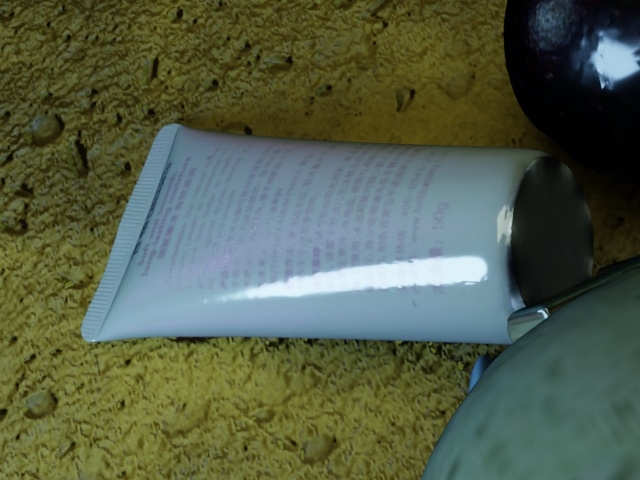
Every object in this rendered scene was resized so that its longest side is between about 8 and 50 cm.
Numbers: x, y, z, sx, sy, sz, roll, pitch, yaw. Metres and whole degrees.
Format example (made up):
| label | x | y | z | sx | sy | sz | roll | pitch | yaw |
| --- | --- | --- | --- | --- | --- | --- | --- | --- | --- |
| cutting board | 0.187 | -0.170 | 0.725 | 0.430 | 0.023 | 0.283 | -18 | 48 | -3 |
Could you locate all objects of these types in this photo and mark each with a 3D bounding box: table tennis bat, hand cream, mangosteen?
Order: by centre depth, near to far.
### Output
| label | x | y | z | sx | sy | sz | roll | pitch | yaw |
| --- | --- | --- | --- | --- | --- | --- | --- | --- | --- |
| table tennis bat | 0.222 | 0.007 | 0.760 | 0.301 | 0.173 | 0.022 | -19 | 87 | -35 |
| mangosteen | 0.253 | -0.165 | 0.842 | 0.287 | 0.233 | 0.288 | -8 | 64 | 17 |
| hand cream | 0.000 | 0.000 | 0.877 | 0.358 | 0.118 | 0.186 | 3 | 65 | 33 |

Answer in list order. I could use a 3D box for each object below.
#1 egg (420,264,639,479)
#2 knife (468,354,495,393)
| label | x | y | z | sx | sy | sz | roll | pitch | yaw |
| --- | --- | --- | --- | --- | --- | --- | --- | --- | --- |
| egg | 0.233 | 0.164 | 0.579 | 0.345 | 0.428 | 0.345 | -15 | 71 | 51 |
| knife | 0.096 | 0.177 | 0.749 | 0.044 | 0.019 | 0.313 | 20 | 38 | -5 |
